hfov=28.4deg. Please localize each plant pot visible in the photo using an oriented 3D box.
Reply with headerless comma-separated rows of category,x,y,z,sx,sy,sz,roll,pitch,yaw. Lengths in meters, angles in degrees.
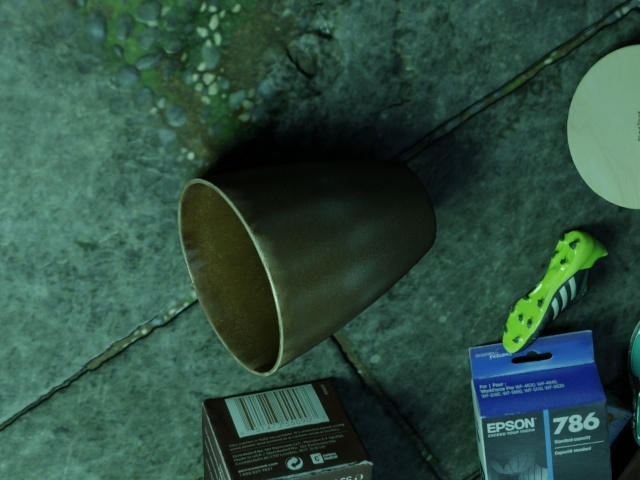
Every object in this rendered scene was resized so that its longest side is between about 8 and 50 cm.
plant pot,0.000,0.000,1.343,0.230,0.215,0.215,-22,126,-25

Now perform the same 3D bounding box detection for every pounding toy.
pounding toy,0.393,-0.152,1.424,0.110,0.183,0.237,-5,121,-48

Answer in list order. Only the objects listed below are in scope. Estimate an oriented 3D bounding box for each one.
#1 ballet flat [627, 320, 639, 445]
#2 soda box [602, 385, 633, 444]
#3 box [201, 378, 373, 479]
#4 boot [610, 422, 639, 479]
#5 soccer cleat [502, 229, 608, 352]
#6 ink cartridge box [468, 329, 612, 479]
ballet flat,0.444,0.183,1.686,0.070,0.070,0.188,0,100,-21
soda box,0.338,0.279,1.710,0.063,0.058,0.183,21,112,-29
box,-0.042,0.303,1.514,0.168,0.167,0.203,-9,123,-15
boot,0.510,0.249,1.735,0.115,0.112,0.305,25,111,-20
soccer cleat,0.291,0.070,1.566,0.072,0.060,0.179,22,107,-32
ink cartridge box,0.289,0.284,1.637,0.165,0.065,0.332,-9,112,2
